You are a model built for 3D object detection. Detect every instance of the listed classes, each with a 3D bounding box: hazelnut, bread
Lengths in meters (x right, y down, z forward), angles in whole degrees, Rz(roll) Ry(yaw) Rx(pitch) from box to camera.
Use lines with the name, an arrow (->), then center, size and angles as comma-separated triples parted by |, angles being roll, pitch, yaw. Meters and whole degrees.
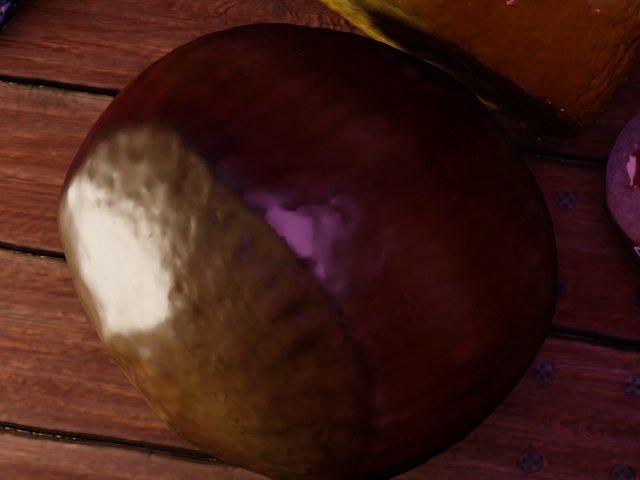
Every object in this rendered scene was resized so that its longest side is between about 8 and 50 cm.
hazelnut -> 0.000, 0.000, 1.580 | 0.421, 0.352, 0.421 | -1, 58, 1
bread -> 0.123, -0.262, 1.628 | 0.398, 0.398, 0.215 | 31, 90, 10

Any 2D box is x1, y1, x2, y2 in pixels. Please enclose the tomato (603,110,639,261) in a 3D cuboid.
tomato -> 0.374, -0.030, 1.669 | 0.199, 0.112, 0.228 | -32, 75, 26

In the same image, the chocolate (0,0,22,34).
chocolate -> -0.274, -0.277, 1.796 | 0.343, 0.126, 0.148 | -35, 38, -14
